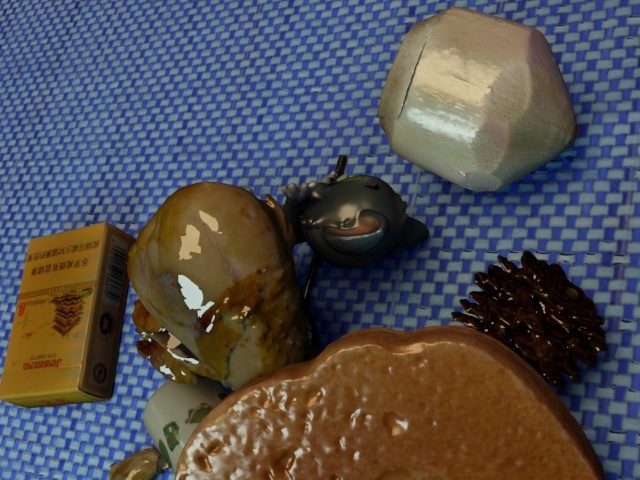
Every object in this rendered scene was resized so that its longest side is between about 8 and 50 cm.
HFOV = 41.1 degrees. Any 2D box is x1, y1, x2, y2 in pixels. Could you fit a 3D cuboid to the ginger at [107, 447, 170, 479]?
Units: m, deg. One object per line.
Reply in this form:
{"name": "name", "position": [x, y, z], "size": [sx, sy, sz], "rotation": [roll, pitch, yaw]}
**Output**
{"name": "ginger", "position": [-0.304, 0.435, 1.147], "size": [0.147, 0.081, 0.334], "rotation": [2, 67, 49]}

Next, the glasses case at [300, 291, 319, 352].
{"name": "glasses case", "position": [-0.103, 0.069, 1.184], "size": [0.122, 0.082, 0.321], "rotation": [-48, 49, 18]}

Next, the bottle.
{"name": "bottle", "position": [-0.120, 0.287, 1.075], "size": [0.120, 0.120, 0.253], "rotation": [-46, 53, 5]}

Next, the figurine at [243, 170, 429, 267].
{"name": "figurine", "position": [-0.015, -0.017, 1.074], "size": [0.265, 0.193, 0.140], "rotation": [-22, 77, 11]}

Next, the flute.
{"name": "flute", "position": [0.000, 0.000, 1.201], "size": [0.014, 0.014, 0.270], "rotation": [4, 70, 33]}

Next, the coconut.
{"name": "coconut", "position": [0.196, -0.163, 1.040], "size": [0.233, 0.224, 0.224], "rotation": [25, 81, 8]}

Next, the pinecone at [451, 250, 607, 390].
{"name": "pinecone", "position": [0.215, 0.107, 0.939], "size": [0.165, 0.162, 0.163], "rotation": [-50, 51, 19]}

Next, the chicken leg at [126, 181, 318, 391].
{"name": "chicken leg", "position": [-0.094, 0.131, 1.018], "size": [0.295, 0.410, 0.182], "rotation": [-23, 16, 40]}

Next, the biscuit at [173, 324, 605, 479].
{"name": "biscuit", "position": [0.060, 0.266, 0.887], "size": [0.454, 0.078, 0.350], "rotation": [-12, 101, 13]}

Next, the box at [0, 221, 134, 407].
{"name": "box", "position": [-0.400, 0.119, 1.351], "size": [0.174, 0.076, 0.274], "rotation": [-11, 63, 29]}
